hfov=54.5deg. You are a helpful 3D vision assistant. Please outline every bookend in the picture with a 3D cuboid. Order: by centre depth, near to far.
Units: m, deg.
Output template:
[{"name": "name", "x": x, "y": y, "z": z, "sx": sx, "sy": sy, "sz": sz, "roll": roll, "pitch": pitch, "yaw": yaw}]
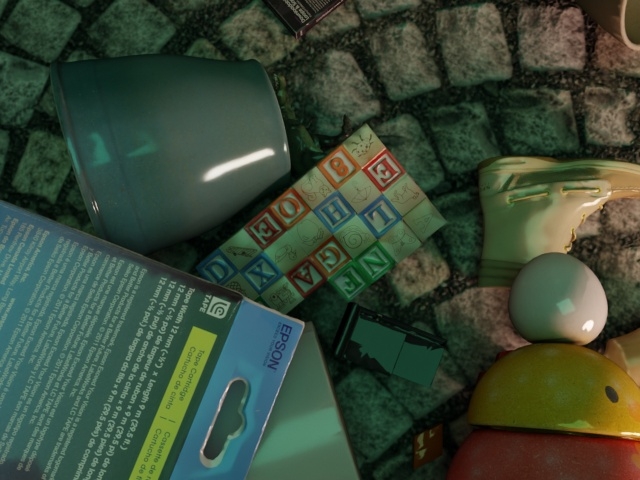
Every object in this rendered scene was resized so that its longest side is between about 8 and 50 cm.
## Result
[{"name": "bookend", "x": 0.100, "y": 0.144, "z": 0.840, "sx": 0.156, "sy": 0.157, "sz": 0.072, "roll": 21, "pitch": 85, "yaw": 3}]

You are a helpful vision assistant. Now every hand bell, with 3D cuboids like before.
[{"name": "hand bell", "x": 0.370, "y": 0.178, "z": 0.864, "sx": 0.242, "sy": 0.126, "sz": 0.126, "roll": -11, "pitch": 83, "yaw": 4}]

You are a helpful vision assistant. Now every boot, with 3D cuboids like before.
[{"name": "boot", "x": 0.356, "y": -0.014, "z": 0.890, "sx": 0.262, "sy": 0.095, "sz": 0.203, "roll": 3, "pitch": 83, "yaw": 2}]

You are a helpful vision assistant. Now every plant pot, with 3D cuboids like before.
[{"name": "plant pot", "x": -0.184, "y": -0.126, "z": 0.830, "sx": 0.256, "sy": 0.271, "sz": 0.271, "roll": -16, "pitch": 83, "yaw": -12}]

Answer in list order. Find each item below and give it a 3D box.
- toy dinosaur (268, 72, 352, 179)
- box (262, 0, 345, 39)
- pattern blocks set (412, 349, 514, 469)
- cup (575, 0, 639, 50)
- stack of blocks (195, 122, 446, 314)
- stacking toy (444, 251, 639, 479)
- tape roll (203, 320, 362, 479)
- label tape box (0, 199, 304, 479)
[{"name": "toy dinosaur", "x": -0.002, "y": -0.124, "z": 0.925, "sx": 0.118, "sy": 0.064, "sz": 0.268, "roll": -17, "pitch": 88, "yaw": 2}, {"name": "box", "x": -0.013, "y": -0.408, "z": 0.971, "sx": 0.162, "sy": 0.029, "sz": 0.116, "roll": -39, "pitch": 84, "yaw": -6}, {"name": "pattern blocks set", "x": 0.258, "y": 0.353, "z": 0.878, "sx": 0.285, "sy": 0.026, "sz": 0.325, "roll": 42, "pitch": 82, "yaw": 5}, {"name": "cup", "x": 0.435, "y": -0.469, "z": 0.861, "sx": 0.331, "sy": 0.331, "sz": 0.237, "roll": -43, "pitch": 58, "yaw": -5}, {"name": "stack of blocks", "x": 0.000, "y": 0.000, "z": 0.860, "sx": 0.297, "sy": 0.087, "sz": 0.171, "roll": -39, "pitch": 97, "yaw": 5}, {"name": "stacking toy", "x": 0.274, "y": 0.243, "z": 0.727, "sx": 0.351, "sy": 0.350, "sz": 0.479, "roll": 3, "pitch": 75, "yaw": 0}, {"name": "tape roll", "x": -0.053, "y": 0.241, "z": 0.785, "sx": 0.169, "sy": 0.246, "sz": 0.246, "roll": -16, "pitch": 83, "yaw": -2}, {"name": "label tape box", "x": -0.226, "y": 0.137, "z": 0.656, "sx": 0.348, "sy": 0.115, "sz": 0.249, "roll": 22, "pitch": 79, "yaw": -7}]
